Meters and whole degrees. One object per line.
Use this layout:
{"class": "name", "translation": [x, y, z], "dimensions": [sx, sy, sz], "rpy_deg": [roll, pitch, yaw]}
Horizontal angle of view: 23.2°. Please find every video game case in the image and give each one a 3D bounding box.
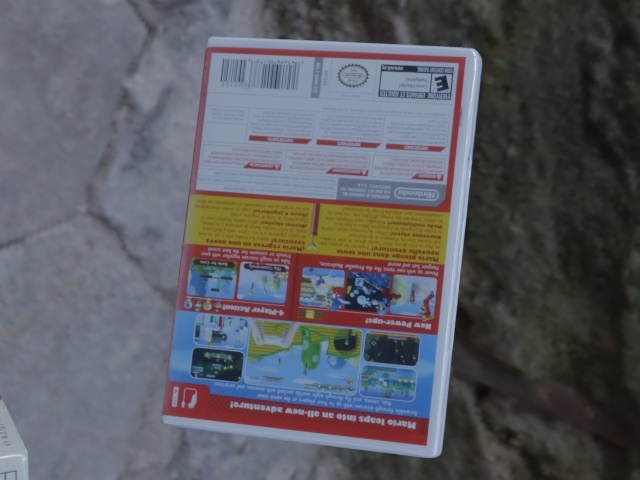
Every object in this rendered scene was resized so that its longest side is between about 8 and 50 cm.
{"class": "video game case", "translation": [0.000, 0.000, 1.104], "dimensions": [0.025, 0.204, 0.285], "rpy_deg": [24, 71, -72]}

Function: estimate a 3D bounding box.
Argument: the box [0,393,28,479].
{"class": "box", "translation": [-0.329, 0.196, 1.092], "dimensions": [0.232, 0.127, 0.148], "rpy_deg": [-8, 119, -22]}
